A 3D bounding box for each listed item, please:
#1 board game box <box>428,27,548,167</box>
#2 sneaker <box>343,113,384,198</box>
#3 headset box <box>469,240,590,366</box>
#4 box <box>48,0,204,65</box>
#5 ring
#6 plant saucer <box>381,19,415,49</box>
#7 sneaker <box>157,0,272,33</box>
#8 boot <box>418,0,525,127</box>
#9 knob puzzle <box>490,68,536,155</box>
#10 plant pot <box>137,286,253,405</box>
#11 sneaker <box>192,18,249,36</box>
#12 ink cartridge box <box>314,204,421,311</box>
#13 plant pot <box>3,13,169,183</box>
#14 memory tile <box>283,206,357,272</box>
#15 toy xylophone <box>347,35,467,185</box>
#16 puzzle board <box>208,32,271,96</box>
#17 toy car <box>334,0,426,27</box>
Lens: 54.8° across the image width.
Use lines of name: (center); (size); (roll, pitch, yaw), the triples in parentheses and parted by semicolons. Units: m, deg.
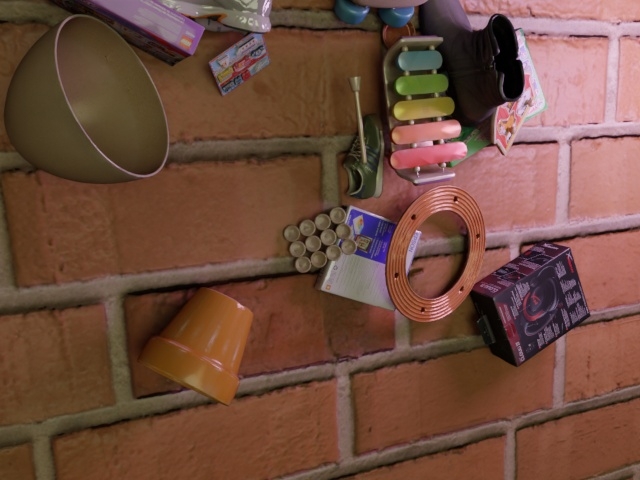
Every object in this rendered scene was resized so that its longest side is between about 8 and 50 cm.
board game box: (0.389, -0.344, 1.490); (0.317, 0.046, 0.214); (-31, 110, -15)
sneaker: (0.092, -0.184, 1.381); (0.086, 0.064, 0.192); (-9, 106, -26)
headset box: (0.535, 0.169, 1.608); (0.293, 0.110, 0.218); (-30, 109, -15)
box: (-0.363, -0.407, 1.076); (0.293, 0.201, 0.057); (24, 90, -25)
ring: (0.277, 0.033, 1.486); (0.336, 0.032, 0.337); (-10, 108, -35)
plant saucer: (0.175, -0.465, 1.395); (0.083, 0.013, 0.084); (-4, 101, -21)
sneaker: (-0.210, -0.462, 1.117); (0.262, 0.099, 0.121); (8, 109, -18)
boot: (0.332, -0.428, 1.316); (0.118, 0.223, 0.338); (-19, 85, -14)
knob puzzle: (0.449, -0.307, 1.426); (0.213, 0.030, 0.213); (-32, 135, -38)
plant pot: (-0.235, 0.206, 1.256); (0.205, 0.205, 0.188); (35, 70, -24)
sneaker: (-0.197, -0.545, 1.176); (0.129, 0.111, 0.297); (-7, 102, -17)
ink cartridge box: (0.113, 0.044, 1.443); (0.208, 0.045, 0.206); (19, 91, -24)
plant pot: (-0.427, -0.217, 1.072); (0.190, 0.284, 0.284); (-17, 109, 17)
memory tile: (0.000, 0.000, 1.375); (0.148, 0.012, 0.113); (-21, 93, -1)
toy xylophone: (0.189, -0.272, 1.336); (0.236, 0.081, 0.323); (-20, 103, -24)
puzzle board: (-0.159, -0.357, 1.242); (0.128, 0.011, 0.096); (-39, 153, -13)
toy car: (0.130, -0.609, 1.280); (0.210, 0.219, 0.238); (-4, 71, -20)
